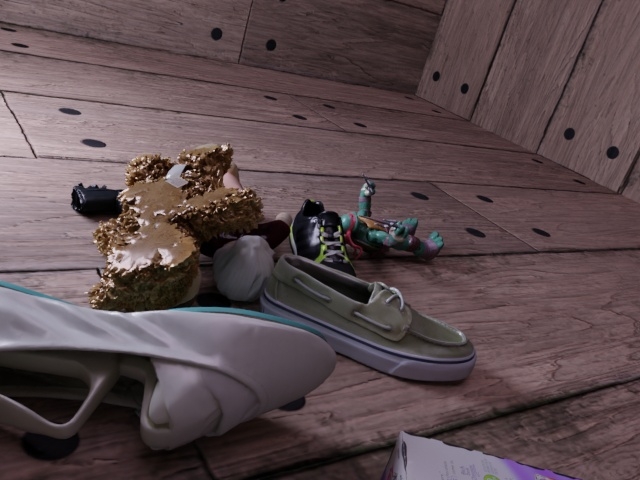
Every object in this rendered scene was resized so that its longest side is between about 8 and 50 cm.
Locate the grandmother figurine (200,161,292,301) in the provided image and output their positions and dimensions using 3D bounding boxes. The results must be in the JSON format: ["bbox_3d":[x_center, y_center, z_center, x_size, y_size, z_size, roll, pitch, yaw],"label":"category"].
[{"bbox_3d":[-0.142,-0.022,0.985,0.208,0.103,0.342,-7,32,-14],"label":"grandmother figurine"}]

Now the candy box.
[{"bbox_3d":[0.156,0.269,0.549,0.197,0.070,0.164,16,23,-3],"label":"candy box"}]

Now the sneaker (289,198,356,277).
[{"bbox_3d":[0.000,0.000,1.021,0.084,0.097,0.234,6,25,-25],"label":"sneaker"}]

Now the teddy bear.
[{"bbox_3d":[-0.199,-0.022,0.851,0.245,0.113,0.338,-20,38,-9],"label":"teddy bear"}]

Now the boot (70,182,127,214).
[{"bbox_3d":[-0.331,-0.057,0.990,0.099,0.045,0.121,1,20,-39],"label":"boot"}]

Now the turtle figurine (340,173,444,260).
[{"bbox_3d":[0.109,-0.028,1.142,0.234,0.118,0.175,18,32,-41],"label":"turtle figurine"}]

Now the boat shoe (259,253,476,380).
[{"bbox_3d":[0.069,0.103,0.835,0.303,0.094,0.109,16,23,-2],"label":"boat shoe"}]

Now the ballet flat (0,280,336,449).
[{"bbox_3d":[-0.186,0.130,0.589,0.401,0.139,0.139,10,23,-6],"label":"ballet flat"}]
